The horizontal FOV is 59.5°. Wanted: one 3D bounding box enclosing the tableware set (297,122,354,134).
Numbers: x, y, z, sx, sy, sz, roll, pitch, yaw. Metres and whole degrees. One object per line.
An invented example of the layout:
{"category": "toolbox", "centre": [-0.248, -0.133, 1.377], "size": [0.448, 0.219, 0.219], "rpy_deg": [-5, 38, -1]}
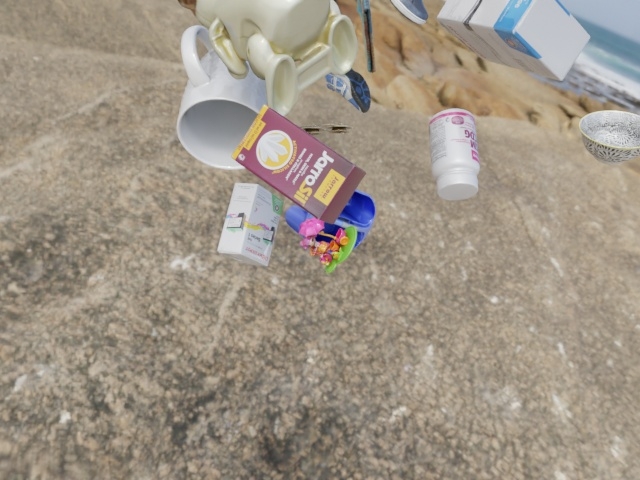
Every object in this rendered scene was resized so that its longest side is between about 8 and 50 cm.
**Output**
{"category": "tableware set", "centre": [0.017, -0.395, 2.041], "size": [0.194, 0.039, 0.128], "rpy_deg": [2, 4, 23]}

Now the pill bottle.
{"category": "pill bottle", "centre": [0.460, -0.292, 1.923], "size": [0.160, 0.160, 0.283], "rpy_deg": [9, 67, -23]}

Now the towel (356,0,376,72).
{"category": "towel", "centre": [0.148, -0.804, 1.948], "size": [0.040, 0.271, 0.370], "rpy_deg": [-8, 57, 6]}

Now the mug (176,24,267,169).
{"category": "mug", "centre": [-0.284, -0.450, 1.640], "size": [0.374, 0.276, 0.328], "rpy_deg": [53, 29, -47]}

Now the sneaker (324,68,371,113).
{"category": "sneaker", "centre": [0.070, -0.459, 1.633], "size": [0.211, 0.081, 0.080], "rpy_deg": [52, 47, -18]}

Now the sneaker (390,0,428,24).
{"category": "sneaker", "centre": [0.219, -0.634, 1.297], "size": [0.226, 0.163, 0.086], "rpy_deg": [54, 39, -5]}

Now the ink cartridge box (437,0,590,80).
{"category": "ink cartridge box", "centre": [0.616, -0.696, 1.829], "size": [0.285, 0.166, 0.395], "rpy_deg": [24, 13, -35]}

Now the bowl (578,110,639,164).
{"category": "bowl", "centre": [0.695, -0.232, 1.326], "size": [0.170, 0.080, 0.170], "rpy_deg": [-4, 41, 4]}

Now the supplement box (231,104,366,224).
{"category": "supplement box", "centre": [-0.035, -0.122, 0.910], "size": [0.188, 0.104, 0.081], "rpy_deg": [36, 8, 16]}

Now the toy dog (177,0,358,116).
{"category": "toy dog", "centre": [-0.168, -0.545, 1.322], "size": [0.284, 0.395, 0.408], "rpy_deg": [-45, 62, -12]}

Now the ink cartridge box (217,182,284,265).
{"category": "ink cartridge box", "centre": [-0.266, -0.057, 2.168], "size": [0.117, 0.278, 0.201], "rpy_deg": [7, -13, 29]}

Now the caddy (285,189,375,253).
{"category": "caddy", "centre": [0.048, -0.081, 1.923], "size": [0.179, 0.241, 0.341], "rpy_deg": [35, 13, 39]}

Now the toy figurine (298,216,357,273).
{"category": "toy figurine", "centre": [0.000, 0.000, 1.727], "size": [0.159, 0.173, 0.130], "rpy_deg": [26, 21, -21]}
